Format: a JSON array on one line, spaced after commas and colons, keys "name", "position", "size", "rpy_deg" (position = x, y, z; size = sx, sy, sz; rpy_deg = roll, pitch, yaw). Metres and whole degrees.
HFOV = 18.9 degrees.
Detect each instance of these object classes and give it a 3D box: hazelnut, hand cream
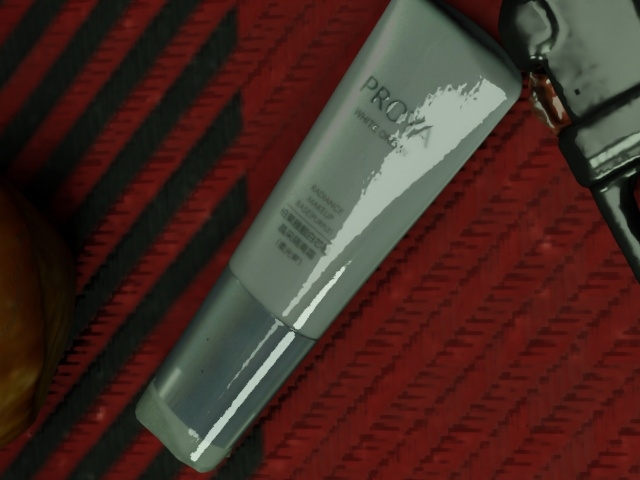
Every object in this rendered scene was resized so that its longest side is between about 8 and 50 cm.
[{"name": "hazelnut", "position": [-0.208, 0.041, 0.952], "size": [0.182, 0.182, 0.182], "rpy_deg": [3, 97, 24]}, {"name": "hand cream", "position": [0.000, 0.000, 0.914], "size": [0.079, 0.048, 0.255], "rpy_deg": [40, 109, 17]}]

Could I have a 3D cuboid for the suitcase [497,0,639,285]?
[{"name": "suitcase", "position": [0.221, -0.026, 0.803], "size": [0.206, 0.066, 0.286], "rpy_deg": [-31, 83, 23]}]
